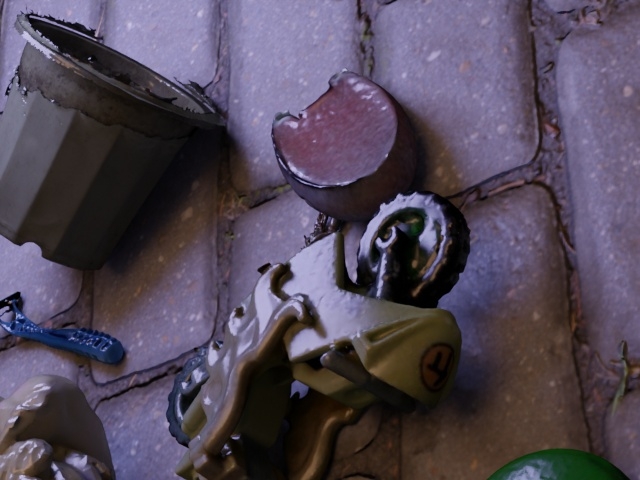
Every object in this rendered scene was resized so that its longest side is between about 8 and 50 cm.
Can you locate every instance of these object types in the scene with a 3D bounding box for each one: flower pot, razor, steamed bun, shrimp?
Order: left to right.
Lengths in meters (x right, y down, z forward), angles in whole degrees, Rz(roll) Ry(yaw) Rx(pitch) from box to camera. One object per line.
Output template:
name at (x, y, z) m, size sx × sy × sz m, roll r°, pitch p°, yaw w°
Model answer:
steamed bun at (-0.363, 0.322, 1.779) m, size 0.352 × 0.247 × 0.339 m, roll -15°, pitch 50°, yaw 16°
razor at (-0.336, 0.115, 2.029) m, size 0.253 × 0.042 × 0.082 m, roll 12°, pitch 32°, yaw 42°
flower pot at (-0.300, -0.116, 1.992) m, size 0.290 × 0.290 × 0.259 m, roll 40°, pitch 104°, yaw 46°
shrimp at (-0.001, -0.002, 1.824) m, size 0.038 × 0.029 × 0.092 m, roll 1°, pitch 58°, yaw 48°

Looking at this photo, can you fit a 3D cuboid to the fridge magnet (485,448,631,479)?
fridge magnet at (0.205, 0.287, 1.429) m, size 0.208 × 0.088 × 0.208 m, roll -21°, pitch 53°, yaw 31°

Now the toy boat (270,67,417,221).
toy boat at (0.035, -0.097, 1.823) m, size 0.155 × 0.085 × 0.227 m, roll -34°, pitch 37°, yaw 0°

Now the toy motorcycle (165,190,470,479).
toy motorcycle at (-0.002, 0.127, 1.652) m, size 0.410 × 0.169 × 0.237 m, roll -37°, pitch 40°, yaw 25°
